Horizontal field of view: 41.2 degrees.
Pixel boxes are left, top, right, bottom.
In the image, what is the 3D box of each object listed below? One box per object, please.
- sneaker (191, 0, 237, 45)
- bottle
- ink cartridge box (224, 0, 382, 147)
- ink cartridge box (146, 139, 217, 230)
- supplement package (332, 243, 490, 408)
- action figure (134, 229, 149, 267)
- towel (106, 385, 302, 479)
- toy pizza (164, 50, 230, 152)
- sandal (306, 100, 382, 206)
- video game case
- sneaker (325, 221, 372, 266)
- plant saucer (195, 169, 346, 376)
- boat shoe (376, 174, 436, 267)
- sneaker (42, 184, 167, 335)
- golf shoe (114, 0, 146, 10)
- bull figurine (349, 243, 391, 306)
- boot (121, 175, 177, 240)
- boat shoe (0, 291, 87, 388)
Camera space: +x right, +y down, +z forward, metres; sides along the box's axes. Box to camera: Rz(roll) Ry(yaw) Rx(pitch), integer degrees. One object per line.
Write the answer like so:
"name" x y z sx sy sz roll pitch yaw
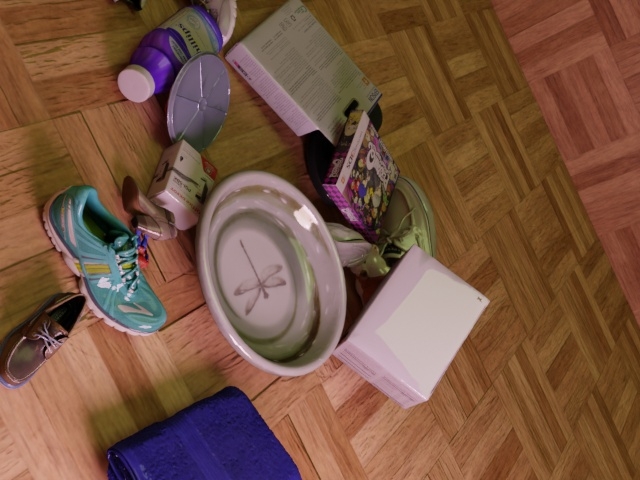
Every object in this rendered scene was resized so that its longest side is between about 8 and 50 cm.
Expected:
"sneaker" -0.262 -0.530 1.797 0.115 0.105 0.281 -6 70 -38
"bottle" -0.290 -0.356 1.641 0.118 0.092 0.283 57 36 -19
"ink cartridge box" -0.029 -0.381 1.987 0.330 0.071 0.324 48 38 -11
"ink cartridge box" -0.254 -0.102 1.577 0.099 0.056 0.135 42 41 -33
"supplement package" 0.187 0.181 1.788 0.204 0.145 0.262 37 67 0
"action figure" -0.310 0.012 1.462 0.038 0.030 0.115 29 43 -36
"towel" -0.178 0.372 1.348 0.228 0.076 0.308 53 31 11
"toy pizza" -0.239 -0.264 1.638 0.201 0.032 0.201 -47 147 -46
"sandal" 0.078 -0.257 2.066 0.167 0.107 0.446 49 38 -24
"video game case" 0.097 -0.142 1.925 0.232 0.042 0.210 53 49 -47
"sneaker" 0.000 0.000 1.852 0.235 0.090 0.095 12 32 -41
"plant saucer" -0.110 0.067 1.627 0.400 0.100 0.400 26 55 -44
"boat shoe" 0.187 0.020 2.054 0.156 0.136 0.367 -1 82 -50
"sneaker" -0.331 0.035 1.350 0.275 0.110 0.107 57 36 -16
"golf shoe" -0.393 -0.498 1.611 0.176 0.069 0.086 18 63 -47
"bull figurine" 0.173 0.159 1.928 0.101 0.188 0.310 102 -19 -80
"boot" -0.294 -0.052 1.477 0.087 0.042 0.118 12 55 -48
"boat shoe" -0.402 0.135 1.235 0.066 0.066 0.183 50 38 -23
